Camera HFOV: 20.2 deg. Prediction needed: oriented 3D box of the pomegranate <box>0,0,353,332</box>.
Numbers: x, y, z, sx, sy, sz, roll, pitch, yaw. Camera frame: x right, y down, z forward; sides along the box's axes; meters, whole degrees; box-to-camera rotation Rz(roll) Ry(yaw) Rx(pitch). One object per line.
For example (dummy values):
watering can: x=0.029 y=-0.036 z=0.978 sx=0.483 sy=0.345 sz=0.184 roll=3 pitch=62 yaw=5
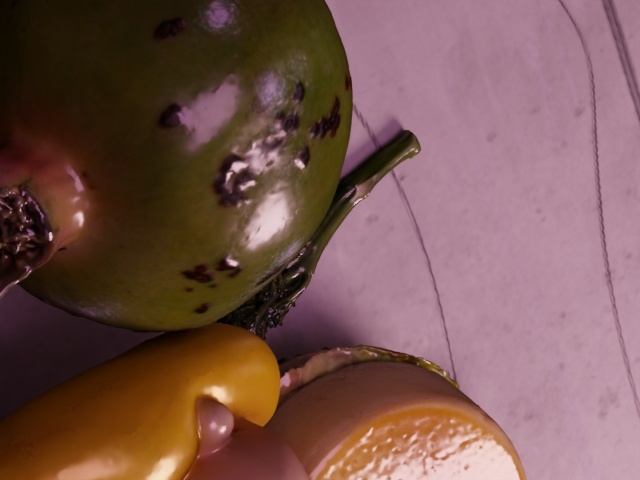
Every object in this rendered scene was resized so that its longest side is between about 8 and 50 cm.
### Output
pomegranate: x=-0.116 y=-0.065 z=1.159 sx=0.290 sy=0.323 sz=0.291 roll=4 pitch=112 yaw=10

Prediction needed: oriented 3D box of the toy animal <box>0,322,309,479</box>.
toy animal: x=-0.146 y=0.219 z=1.219 sx=0.345 sy=0.277 sz=0.247 roll=-27 pitch=88 yaw=1

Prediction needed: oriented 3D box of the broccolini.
broccolini: x=0.000 y=0.000 z=1.446 sx=0.239 sy=0.051 sz=0.054 roll=-49 pitch=120 yaw=-18

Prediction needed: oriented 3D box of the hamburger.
hamburger: x=0.029 y=0.224 z=1.448 sx=0.300 sy=0.176 sz=0.300 roll=-8 pitch=104 yaw=-33
